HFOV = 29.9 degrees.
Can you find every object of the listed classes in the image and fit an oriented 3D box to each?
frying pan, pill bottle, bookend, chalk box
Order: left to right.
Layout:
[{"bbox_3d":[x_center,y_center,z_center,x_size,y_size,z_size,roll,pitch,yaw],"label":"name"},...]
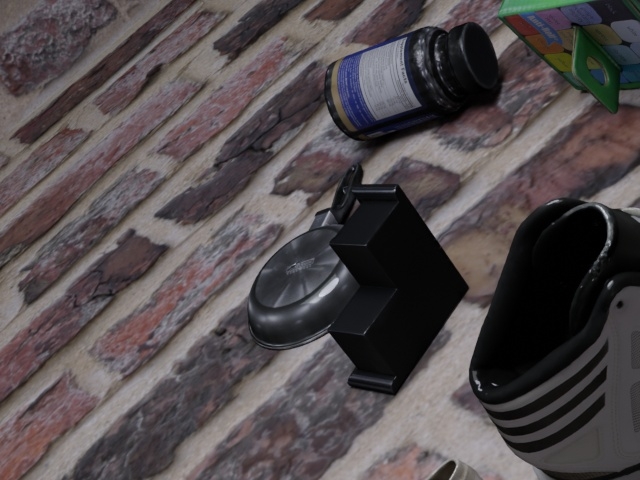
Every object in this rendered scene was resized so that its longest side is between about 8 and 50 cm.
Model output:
[{"bbox_3d":[0.019,0.002,1.497,0.197,0.053,0.326,1,49,48],"label":"frying pan"},{"bbox_3d":[0.057,0.050,1.260,0.072,0.156,0.157,3,48,50],"label":"bookend"},{"bbox_3d":[0.124,-0.218,1.625,0.219,0.122,0.122,-15,35,35],"label":"pill bottle"},{"bbox_3d":[0.342,-0.288,1.385,0.179,0.180,0.288,2,64,49],"label":"chalk box"}]

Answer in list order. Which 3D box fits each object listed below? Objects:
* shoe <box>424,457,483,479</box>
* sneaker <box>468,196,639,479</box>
[{"bbox_3d":[0.054,0.270,1.032,0.219,0.058,0.076,-39,28,-4],"label":"shoe"},{"bbox_3d":[0.309,0.030,0.860,0.448,0.257,0.169,-35,50,12],"label":"sneaker"}]
